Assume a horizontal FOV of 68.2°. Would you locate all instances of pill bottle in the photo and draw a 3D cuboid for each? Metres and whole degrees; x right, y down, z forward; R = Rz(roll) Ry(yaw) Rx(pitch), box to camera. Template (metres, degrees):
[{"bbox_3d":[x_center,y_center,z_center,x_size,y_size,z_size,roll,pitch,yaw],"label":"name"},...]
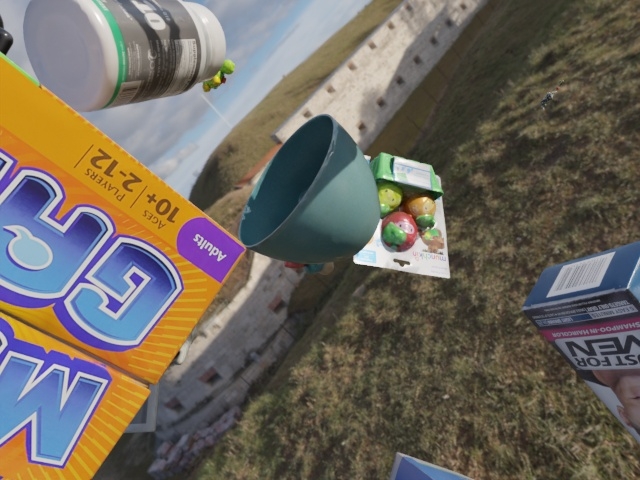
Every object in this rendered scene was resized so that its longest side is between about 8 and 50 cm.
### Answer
[{"bbox_3d":[-0.361,-0.385,0.942,0.204,0.204,0.361,-34,6,33],"label":"pill bottle"}]

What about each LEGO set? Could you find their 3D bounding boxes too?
[{"bbox_3d":[0.598,-0.382,1.231,0.083,0.023,0.054,-57,-11,1],"label":"LEGO set"}]

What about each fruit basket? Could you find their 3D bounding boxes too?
[{"bbox_3d":[0.247,-0.079,1.412,0.165,0.326,0.353,133,143,-55],"label":"fruit basket"}]

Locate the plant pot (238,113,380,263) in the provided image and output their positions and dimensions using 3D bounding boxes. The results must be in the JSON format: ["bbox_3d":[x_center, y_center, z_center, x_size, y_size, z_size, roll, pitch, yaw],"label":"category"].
[{"bbox_3d":[0.003,-0.069,0.925,0.290,0.195,0.290,-41,31,31],"label":"plant pot"}]

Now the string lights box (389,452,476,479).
[{"bbox_3d":[0.153,0.286,0.467,0.260,0.133,0.077,99,-169,-74],"label":"string lights box"}]

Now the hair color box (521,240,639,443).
[{"bbox_3d":[0.478,0.176,0.672,0.105,0.347,0.174,-46,5,-28],"label":"hair color box"}]

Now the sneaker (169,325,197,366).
[{"bbox_3d":[-0.340,0.187,0.779,0.262,0.099,0.121,-16,17,-6],"label":"sneaker"}]

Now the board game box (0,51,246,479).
[{"bbox_3d":[-0.383,0.032,0.536,0.356,0.356,0.356,12,65,54],"label":"board game box"}]

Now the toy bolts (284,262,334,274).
[{"bbox_3d":[0.000,0.000,1.541,0.218,0.158,0.229,-15,60,55],"label":"toy bolts"}]

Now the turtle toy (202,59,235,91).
[{"bbox_3d":[-0.324,-0.522,1.476,0.130,0.095,0.066,-17,-4,37],"label":"turtle toy"}]

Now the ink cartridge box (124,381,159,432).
[{"bbox_3d":[-0.487,0.345,1.330,0.385,0.091,0.309,144,127,-71],"label":"ink cartridge box"}]

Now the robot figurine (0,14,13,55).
[{"bbox_3d":[-0.799,-0.468,0.990,0.174,0.278,0.209,-55,-2,-35],"label":"robot figurine"}]
